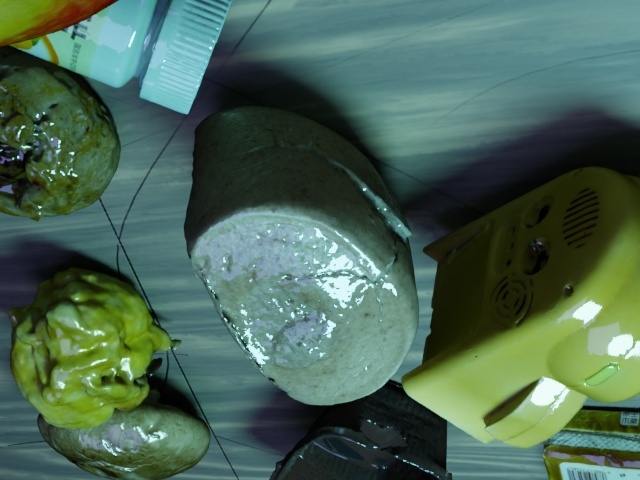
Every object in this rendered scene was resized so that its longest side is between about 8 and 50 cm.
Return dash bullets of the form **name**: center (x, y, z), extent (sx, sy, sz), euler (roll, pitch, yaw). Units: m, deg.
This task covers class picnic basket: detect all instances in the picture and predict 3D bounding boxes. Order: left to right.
- **picnic basket**: center (0.060, 0.308, 1.839), extent (0.222, 0.129, 0.297), euler (24, 143, -8)

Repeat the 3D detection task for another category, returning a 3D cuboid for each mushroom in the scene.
- **mushroom**: center (-0.296, 0.291, 1.934), extent (0.278, 0.146, 0.278), euler (4, 168, 1)

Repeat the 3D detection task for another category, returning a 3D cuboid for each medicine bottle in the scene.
- **medicine bottle**: center (-0.243, -0.247, 1.195), extent (0.318, 0.158, 0.158), euler (22, 144, -7)

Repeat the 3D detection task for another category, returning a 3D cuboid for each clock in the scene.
- **clock**: center (0.254, 0.058, 1.331), extent (0.200, 0.244, 0.317), euler (26, 142, -21)

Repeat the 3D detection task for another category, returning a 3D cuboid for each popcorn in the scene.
- **popcorn**: center (-0.318, 0.152, 1.732), extent (0.191, 0.190, 0.253), euler (0, 146, 32)

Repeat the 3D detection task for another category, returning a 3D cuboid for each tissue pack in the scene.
- **tissue pack**: center (0.424, 0.309, 1.729), extent (0.226, 0.092, 0.183), euler (-1, 141, 21)

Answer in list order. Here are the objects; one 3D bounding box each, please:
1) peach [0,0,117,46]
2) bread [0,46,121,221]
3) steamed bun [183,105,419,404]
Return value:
- **peach**: center (-0.275, -0.320, 0.941), extent (0.388, 0.388, 0.388), euler (11, 144, 8)
- **bread**: center (-0.343, -0.111, 1.449), extent (0.230, 0.123, 0.230), euler (12, 147, 8)
- **steamed bun**: center (0.000, 0.000, 1.357), extent (0.199, 0.251, 0.301), euler (-19, 127, 21)
